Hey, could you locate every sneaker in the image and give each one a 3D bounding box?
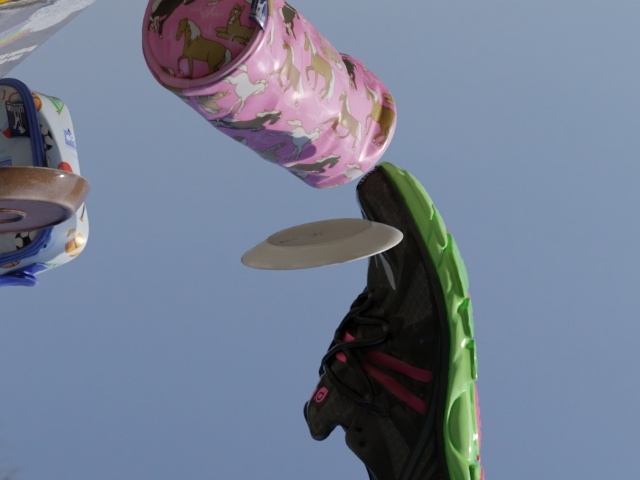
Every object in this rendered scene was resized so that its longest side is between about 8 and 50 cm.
[{"bbox_3d":[0.077,0.148,1.754,0.202,0.482,0.185,-4,177,2],"label":"sneaker"}]

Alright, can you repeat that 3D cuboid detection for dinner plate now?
[{"bbox_3d":[0.000,0.000,1.315,0.141,0.017,0.141,-10,-168,2],"label":"dinner plate"}]

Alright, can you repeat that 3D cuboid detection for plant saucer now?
[{"bbox_3d":[-0.297,-0.033,1.419,0.168,0.029,0.168,-5,167,-1],"label":"plant saucer"}]

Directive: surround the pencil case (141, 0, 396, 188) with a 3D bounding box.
[{"bbox_3d":[-0.050,-0.189,1.781,0.167,0.160,0.386,-28,153,15],"label":"pencil case"}]

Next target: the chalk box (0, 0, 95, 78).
[{"bbox_3d":[-0.257,-0.165,0.984,0.213,0.132,0.132,-29,180,38],"label":"chalk box"}]

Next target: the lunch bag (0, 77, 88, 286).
[{"bbox_3d":[-0.423,-0.049,1.833,0.303,0.243,0.115,-17,163,22],"label":"lunch bag"}]
